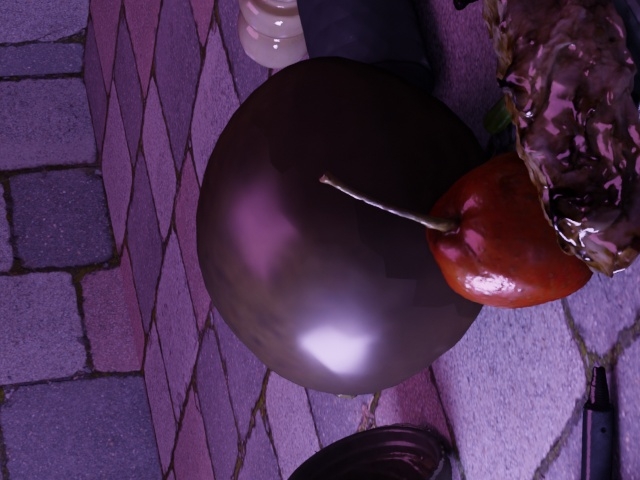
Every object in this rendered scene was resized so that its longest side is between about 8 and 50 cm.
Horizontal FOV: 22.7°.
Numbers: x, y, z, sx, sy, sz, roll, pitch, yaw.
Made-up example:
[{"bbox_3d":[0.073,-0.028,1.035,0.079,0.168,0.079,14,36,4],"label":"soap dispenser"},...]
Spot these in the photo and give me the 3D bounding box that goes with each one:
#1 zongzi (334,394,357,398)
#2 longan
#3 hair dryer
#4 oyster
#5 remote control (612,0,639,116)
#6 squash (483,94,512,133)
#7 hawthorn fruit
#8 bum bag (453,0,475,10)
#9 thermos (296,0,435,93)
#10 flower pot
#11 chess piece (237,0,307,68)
[{"bbox_3d":[0.033,0.165,2.321,0.113,0.052,0.104,-107,24,-75],"label":"zongzi"},{"bbox_3d":[0.029,-0.017,1.760,0.404,0.336,0.404,167,90,-88],"label":"longan"},{"bbox_3d":[0.263,0.222,1.569,0.173,0.050,0.194,159,109,-72],"label":"hair dryer"},{"bbox_3d":[0.195,-0.143,1.419,0.204,0.111,0.396,109,148,-72],"label":"oyster"},{"bbox_3d":[0.261,-0.201,1.429,0.104,0.052,0.247,102,156,-48],"label":"remote control"},{"bbox_3d":[0.198,-0.141,1.700,0.089,0.027,0.027,127,136,-59],"label":"squash"},{"bbox_3d":[0.135,-0.018,1.507,0.165,0.285,0.165,-17,69,51],"label":"hawthorn fruit"},{"bbox_3d":[0.181,-0.304,1.654,0.232,0.060,0.106,178,96,-72],"label":"bum bag"},{"bbox_3d":[0.052,-0.299,1.966,0.182,0.145,0.286,-32,58,36],"label":"thermos"},{"bbox_3d":[0.071,0.347,2.001,0.140,0.235,0.235,65,171,-22],"label":"flower pot"},{"bbox_3d":[-0.059,-0.367,2.294,0.299,0.167,0.167,105,154,-59],"label":"chess piece"}]
